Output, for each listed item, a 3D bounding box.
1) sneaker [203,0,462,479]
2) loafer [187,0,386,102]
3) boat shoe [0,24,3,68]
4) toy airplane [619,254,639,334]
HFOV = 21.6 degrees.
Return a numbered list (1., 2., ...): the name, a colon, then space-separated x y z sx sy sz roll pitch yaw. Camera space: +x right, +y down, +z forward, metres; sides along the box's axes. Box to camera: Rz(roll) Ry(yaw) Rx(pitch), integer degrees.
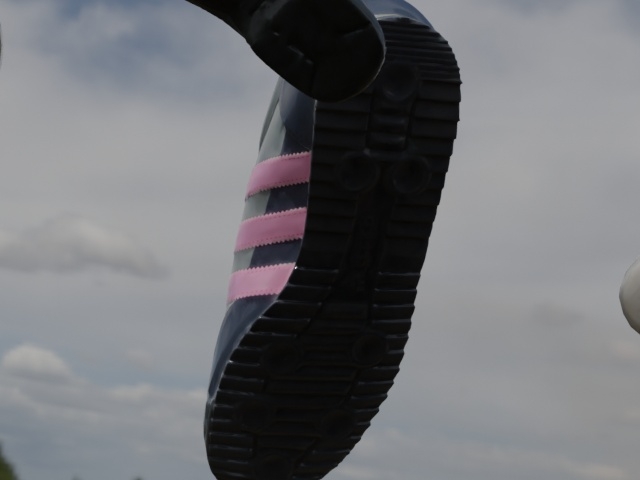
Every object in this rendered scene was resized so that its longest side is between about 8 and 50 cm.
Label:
1. sneaker: 0.000 0.000 1.019 0.112 0.319 0.131 13 21 -19
2. loafer: -0.039 -0.131 0.760 0.170 0.062 0.061 48 13 -5
3. boat shoe: -0.252 -0.057 0.547 0.305 0.109 0.091 0 14 -19
4. toy airplane: 0.265 -0.095 0.574 0.384 0.386 0.272 -18 17 30
